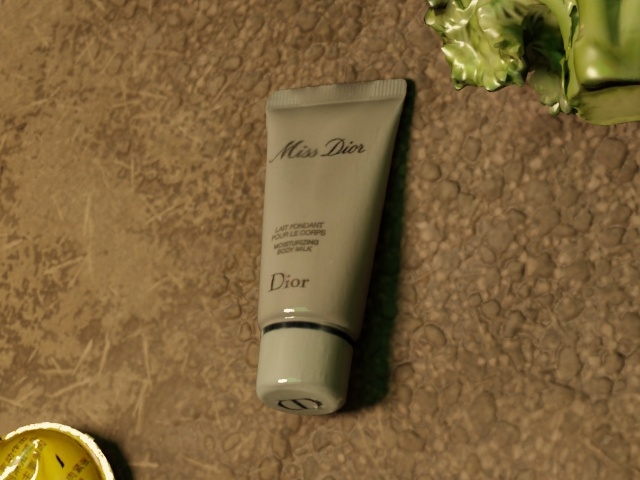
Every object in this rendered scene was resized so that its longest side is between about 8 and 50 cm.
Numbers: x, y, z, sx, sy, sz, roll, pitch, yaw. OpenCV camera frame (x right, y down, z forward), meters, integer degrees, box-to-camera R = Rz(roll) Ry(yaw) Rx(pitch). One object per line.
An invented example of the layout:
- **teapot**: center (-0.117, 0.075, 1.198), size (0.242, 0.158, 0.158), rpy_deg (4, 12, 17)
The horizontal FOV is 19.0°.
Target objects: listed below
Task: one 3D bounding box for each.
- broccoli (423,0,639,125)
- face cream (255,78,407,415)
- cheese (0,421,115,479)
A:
- **broccoli**: center (0.248, -0.244, 1.544), size (0.338, 0.277, 0.317), rpy_deg (24, 81, 37)
- **face cream**: center (0.000, 0.000, 1.715), size (0.143, 0.089, 0.314), rpy_deg (-5, 62, 25)
- **cheese**: center (-0.227, 0.263, 1.757), size (0.250, 0.064, 0.156), rpy_deg (31, 92, 21)
